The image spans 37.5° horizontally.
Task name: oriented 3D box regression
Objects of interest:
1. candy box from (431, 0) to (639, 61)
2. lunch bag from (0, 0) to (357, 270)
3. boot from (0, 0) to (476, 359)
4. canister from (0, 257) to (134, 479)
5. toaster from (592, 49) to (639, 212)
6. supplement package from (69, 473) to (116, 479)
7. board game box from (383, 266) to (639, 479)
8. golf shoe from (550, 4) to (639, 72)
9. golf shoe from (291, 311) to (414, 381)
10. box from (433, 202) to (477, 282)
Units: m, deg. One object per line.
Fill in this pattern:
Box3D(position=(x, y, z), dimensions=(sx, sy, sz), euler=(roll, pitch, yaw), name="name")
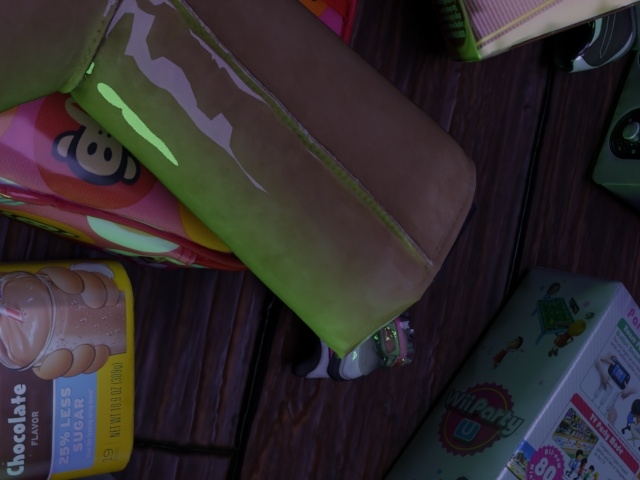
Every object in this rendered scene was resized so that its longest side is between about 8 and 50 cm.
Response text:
Box3D(position=(0.126, -0.291, 0.588), dimensions=(0.183, 0.087, 0.316), euler=(-20, 103, -1), name="candy box")
Box3D(position=(-0.122, -0.135, 0.483), dimensions=(0.293, 0.120, 0.258), euler=(21, 79, -33), name="lunch bag")
Box3D(position=(-0.062, -0.034, 0.398), dimensions=(0.269, 0.089, 0.236), euler=(44, 67, -28), name="boot")
Box3D(position=(-0.185, 0.070, 0.479), dimensions=(0.170, 0.073, 0.126), euler=(-2, 95, -33), name="canister")
Box3D(position=(0.331, -0.081, 0.764), dimensions=(0.185, 0.110, 0.168), euler=(28, 80, -30), name="toaster")
Box3D(position=(-0.135, 0.233, 0.501), dimensions=(0.105, 0.105, 0.179), euler=(-9, 99, -31), name="supplement package")
Box3D(position=(0.164, 0.208, 0.691), dimensions=(0.224, 0.097, 0.303), euler=(47, 72, -26), name="board game box")
Box3D(position=(0.180, -0.216, 0.680), dimensions=(0.094, 0.077, 0.198), euler=(-34, 109, -25), name="golf shoe")
Box3D(position=(0.000, 0.000, 0.587), dimensions=(0.086, 0.067, 0.186), euler=(-14, 98, -2), name="golf shoe")
Box3D(position=(0.064, -0.021, 0.656), dimensions=(0.083, 0.018, 0.067), euler=(41, 73, -27), name="box")
